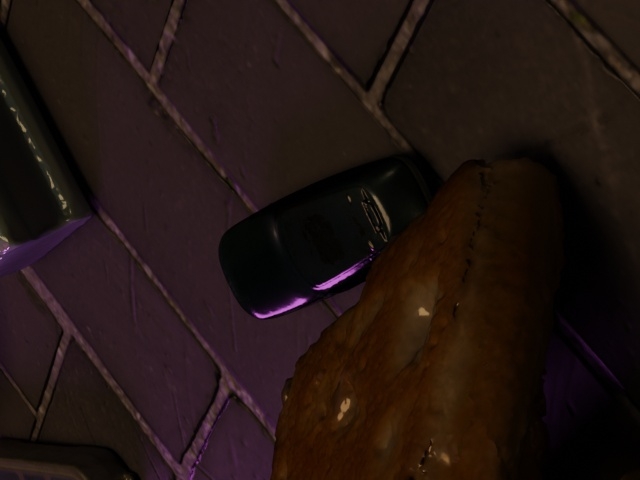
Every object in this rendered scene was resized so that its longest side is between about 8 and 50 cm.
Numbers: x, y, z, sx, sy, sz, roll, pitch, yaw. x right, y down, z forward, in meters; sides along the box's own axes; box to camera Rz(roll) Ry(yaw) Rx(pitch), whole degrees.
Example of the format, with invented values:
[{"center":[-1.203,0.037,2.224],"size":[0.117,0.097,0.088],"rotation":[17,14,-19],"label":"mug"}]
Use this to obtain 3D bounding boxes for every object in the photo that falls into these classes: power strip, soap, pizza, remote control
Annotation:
[{"center":[-0.252,0.231,1.552],"size":[0.286,0.048,0.080],"rotation":[-7,107,53],"label":"power strip"},{"center":[-0.303,-0.102,1.349],"size":[0.265,0.087,0.160],"rotation":[62,147,2],"label":"soap"},{"center":[0.044,0.147,0.940],"size":[0.278,0.114,0.409],"rotation":[-153,80,-78],"label":"pizza"},{"center":[0.000,0.000,1.052],"size":[0.222,0.042,0.072],"rotation":[-25,89,56],"label":"remote control"}]

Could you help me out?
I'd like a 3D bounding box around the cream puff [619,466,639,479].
[{"center":[0.204,0.216,0.830],"size":[0.221,0.194,0.195],"rotation":[17,127,33],"label":"cream puff"}]
